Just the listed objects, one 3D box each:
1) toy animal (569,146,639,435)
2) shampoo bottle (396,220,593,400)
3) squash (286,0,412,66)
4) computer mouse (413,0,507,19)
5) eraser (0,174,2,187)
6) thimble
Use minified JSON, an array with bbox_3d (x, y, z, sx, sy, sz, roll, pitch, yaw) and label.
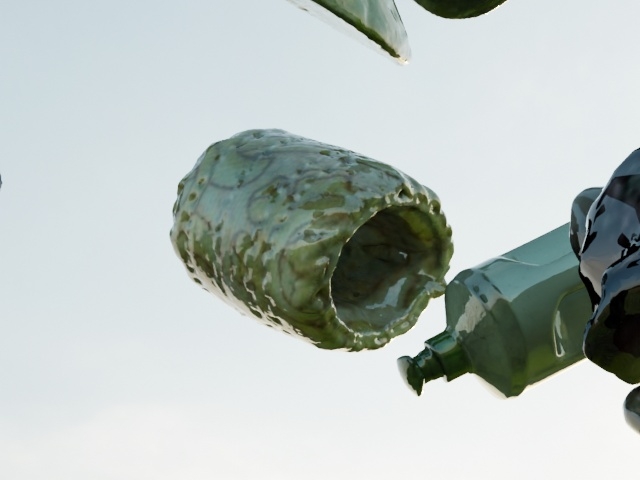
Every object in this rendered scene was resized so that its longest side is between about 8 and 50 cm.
[{"bbox_3d":[0.244,0.041,0.684,0.194,0.344,0.302,-45,-48,-7],"label":"toy animal"},{"bbox_3d":[0.156,0.037,0.900,0.234,0.087,0.118,-26,-19,-10],"label":"shampoo bottle"},{"bbox_3d":[-0.076,-0.198,0.849,0.203,0.288,0.111,-26,12,-7],"label":"squash"},{"bbox_3d":[0.129,-0.386,1.231,0.167,0.090,0.379,2,-74,-10],"label":"computer mouse"},{"bbox_3d":[-0.390,-0.086,1.205,0.210,0.124,0.068,9,-38,-43],"label":"eraser"},{"bbox_3d":[0.000,0.000,1.002,0.143,0.137,0.190,20,6,35],"label":"thimble"}]
